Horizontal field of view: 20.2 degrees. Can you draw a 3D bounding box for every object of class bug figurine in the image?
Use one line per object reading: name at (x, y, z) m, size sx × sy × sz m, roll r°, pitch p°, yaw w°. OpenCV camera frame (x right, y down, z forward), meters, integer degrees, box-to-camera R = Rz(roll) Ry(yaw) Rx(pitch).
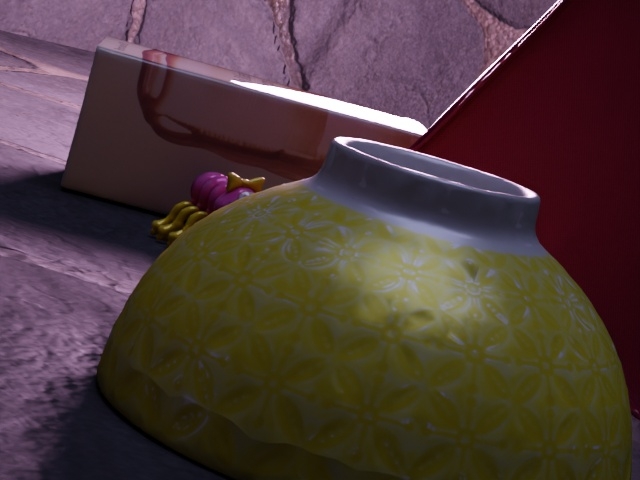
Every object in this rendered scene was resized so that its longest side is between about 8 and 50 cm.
bug figurine at (0.000, 0.000, 1.386) m, size 0.279 × 0.072 × 0.216 m, roll 9°, pitch 10°, yaw -36°

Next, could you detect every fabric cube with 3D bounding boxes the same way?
fabric cube at (0.242, -0.061, 1.333) m, size 0.259 × 0.254 × 0.258 m, roll 47°, pitch 14°, yaw 4°

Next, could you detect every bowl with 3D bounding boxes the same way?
bowl at (0.041, 0.035, 0.951) m, size 0.289 × 0.156 × 0.289 m, roll 16°, pitch 8°, yaw -2°

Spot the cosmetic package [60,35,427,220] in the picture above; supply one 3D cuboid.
cosmetic package at (-0.065, -0.078, 1.578) m, size 0.296 × 0.129 × 0.153 m, roll 14°, pitch 10°, yaw -7°
